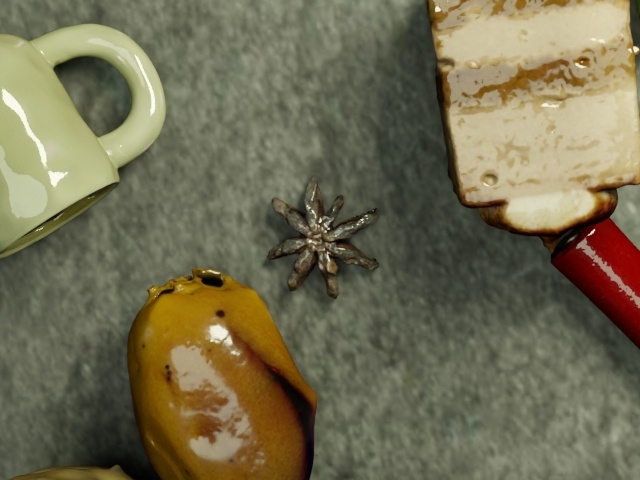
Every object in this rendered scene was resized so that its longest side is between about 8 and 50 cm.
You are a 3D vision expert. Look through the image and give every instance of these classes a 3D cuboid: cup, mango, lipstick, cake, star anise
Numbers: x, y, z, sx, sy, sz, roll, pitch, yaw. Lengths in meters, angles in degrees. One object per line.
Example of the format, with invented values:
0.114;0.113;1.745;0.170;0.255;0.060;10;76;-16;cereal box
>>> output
-0.307;-0.126;1.190;0.255;0.173;0.202;-32;92;14;cup
-0.110;0.174;1.208;0.201;0.152;0.287;-23;96;0;mango
0.345;0.077;1.144;0.241;0.080;0.080;45;103;3;lipstick
0.214;-0.139;1.086;0.196;0.199;0.293;-8;100;7;cake
-0.001;0.002;1.218;0.141;0.042;0.141;2;99;12;star anise

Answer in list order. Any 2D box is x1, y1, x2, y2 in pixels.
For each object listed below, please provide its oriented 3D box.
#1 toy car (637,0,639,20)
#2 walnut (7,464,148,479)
0.421;-0.299;1.043;0.248;0.204;0.198;-5;74;10;toy car
-0.245;0.425;1.190;0.384;0.383;0.383;1;98;10;walnut
